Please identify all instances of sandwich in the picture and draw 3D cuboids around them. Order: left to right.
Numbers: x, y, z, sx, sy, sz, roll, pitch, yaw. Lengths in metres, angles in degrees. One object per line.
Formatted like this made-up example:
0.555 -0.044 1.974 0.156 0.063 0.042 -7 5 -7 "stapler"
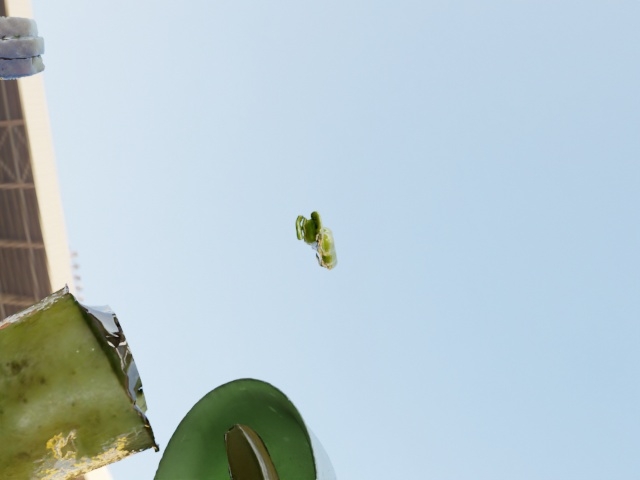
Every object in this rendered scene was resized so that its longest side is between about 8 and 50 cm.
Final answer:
-0.563 -0.276 1.148 0.274 0.249 0.095 3 -76 20 "sandwich"

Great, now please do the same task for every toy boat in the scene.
-0.065 0.262 0.858 0.047 0.049 0.149 -38 -136 9 "toy boat"

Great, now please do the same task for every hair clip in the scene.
0.000 0.000 1.349 0.046 0.173 0.072 -12 -114 9 "hair clip"

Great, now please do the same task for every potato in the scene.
-0.315 0.180 0.900 0.285 0.243 0.242 -169 -110 -65 "potato"

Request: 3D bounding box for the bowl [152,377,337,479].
-0.067 0.334 0.950 0.313 0.146 0.313 -26 -129 37 "bowl"
